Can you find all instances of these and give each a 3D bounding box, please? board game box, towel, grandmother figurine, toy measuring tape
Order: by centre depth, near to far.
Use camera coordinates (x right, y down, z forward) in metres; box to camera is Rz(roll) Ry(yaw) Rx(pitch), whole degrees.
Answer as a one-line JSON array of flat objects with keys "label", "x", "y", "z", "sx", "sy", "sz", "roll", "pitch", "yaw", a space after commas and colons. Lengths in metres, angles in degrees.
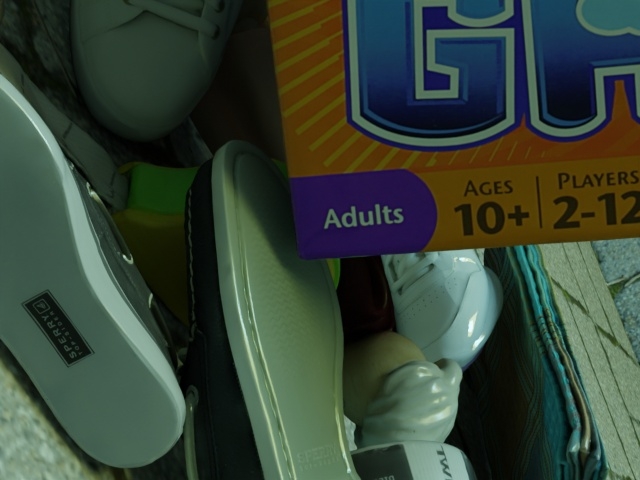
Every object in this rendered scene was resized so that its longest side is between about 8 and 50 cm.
[{"label": "board game box", "x": 0.167, "y": -0.213, "z": 0.888, "sx": 0.356, "sy": 0.356, "sz": 0.356, "roll": -59, "pitch": 144, "yaw": -74}, {"label": "toy measuring tape", "x": -0.074, "y": -0.037, "z": 0.896, "sx": 0.330, "sy": 0.121, "sz": 0.121, "roll": 54, "pitch": 19, "yaw": -32}, {"label": "grandmother figurine", "x": 0.000, "y": 0.000, "z": 1.063, "sx": 0.342, "sy": 0.104, "sz": 0.208, "roll": 66, "pitch": 9, "yaw": 12}, {"label": "towel", "x": 0.179, "y": 0.152, "z": 1.341, "sx": 0.370, "sy": 0.040, "sz": 0.271, "roll": -97, "pitch": -172, "yaw": -51}]

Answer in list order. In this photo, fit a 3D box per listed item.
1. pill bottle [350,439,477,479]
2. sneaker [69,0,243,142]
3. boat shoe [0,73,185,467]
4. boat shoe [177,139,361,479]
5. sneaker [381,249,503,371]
[{"label": "pill bottle", "x": 0.057, "y": 0.249, "z": 0.857, "sx": 0.130, "sy": 0.130, "sz": 0.245, "roll": 39, "pitch": 30, "yaw": -56}, {"label": "sneaker", "x": -0.081, "y": -0.207, "z": 0.939, "sx": 0.106, "sy": 0.123, "sz": 0.290, "roll": 18, "pitch": 75, "yaw": -19}, {"label": "boat shoe", "x": -0.130, "y": 0.005, "z": 0.732, "sx": 0.228, "sy": 0.080, "sz": 0.076, "roll": 59, "pitch": 11, "yaw": -23}, {"label": "boat shoe", "x": -0.038, "y": 0.097, "z": 0.807, "sx": 0.114, "sy": 0.091, "sz": 0.302, "roll": 17, "pitch": 58, "yaw": -56}, {"label": "sneaker", "x": 0.077, "y": 0.003, "z": 1.374, "sx": 0.152, "sy": 0.114, "sz": 0.305, "roll": 33, "pitch": 31, "yaw": -29}]
